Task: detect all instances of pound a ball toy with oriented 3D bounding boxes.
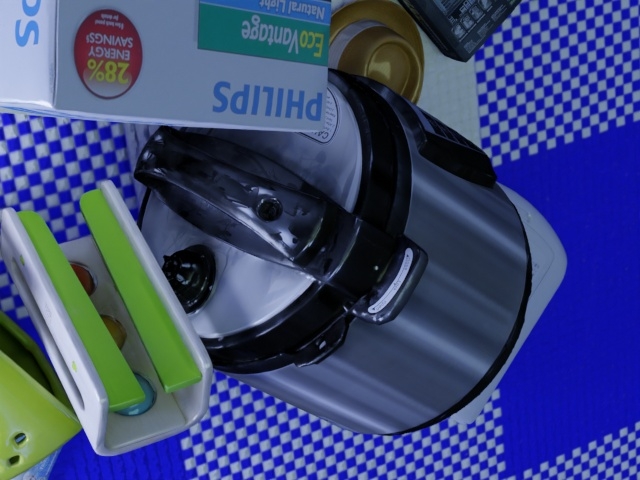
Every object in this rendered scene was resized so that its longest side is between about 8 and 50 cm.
[{"bbox_3d":[-0.275,0.076,1.482,0.208,0.319,0.135,-18,145,-25],"label":"pound a ball toy"}]

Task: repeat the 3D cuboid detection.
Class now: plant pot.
[{"bbox_3d":[-0.426,0.161,1.538,0.207,0.228,0.227,-44,121,-2],"label":"plant pot"}]

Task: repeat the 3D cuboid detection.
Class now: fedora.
[{"bbox_3d":[0.071,-0.204,1.782,0.194,0.079,0.194,-11,113,-27],"label":"fedora"}]

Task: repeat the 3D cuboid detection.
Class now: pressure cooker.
[{"bbox_3d":[-0.002,0.006,1.605,0.370,0.375,0.420,-25,143,31],"label":"pressure cooker"}]

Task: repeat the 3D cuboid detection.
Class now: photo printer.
[{"bbox_3d":[0.186,0.068,1.927,0.256,0.107,0.307,32,89,-35],"label":"photo printer"}]

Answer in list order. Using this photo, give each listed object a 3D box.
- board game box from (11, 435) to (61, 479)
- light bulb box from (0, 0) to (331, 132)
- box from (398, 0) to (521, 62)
[{"bbox_3d":[-0.365,0.259,1.725,0.090,0.020,0.090,21,96,-33],"label":"board game box"},{"bbox_3d":[-0.232,-0.228,1.351,0.358,0.361,0.225,-1,96,-51],"label":"light bulb box"},{"bbox_3d":[0.197,-0.372,1.807,0.232,0.059,0.183,-49,124,-6],"label":"box"}]
